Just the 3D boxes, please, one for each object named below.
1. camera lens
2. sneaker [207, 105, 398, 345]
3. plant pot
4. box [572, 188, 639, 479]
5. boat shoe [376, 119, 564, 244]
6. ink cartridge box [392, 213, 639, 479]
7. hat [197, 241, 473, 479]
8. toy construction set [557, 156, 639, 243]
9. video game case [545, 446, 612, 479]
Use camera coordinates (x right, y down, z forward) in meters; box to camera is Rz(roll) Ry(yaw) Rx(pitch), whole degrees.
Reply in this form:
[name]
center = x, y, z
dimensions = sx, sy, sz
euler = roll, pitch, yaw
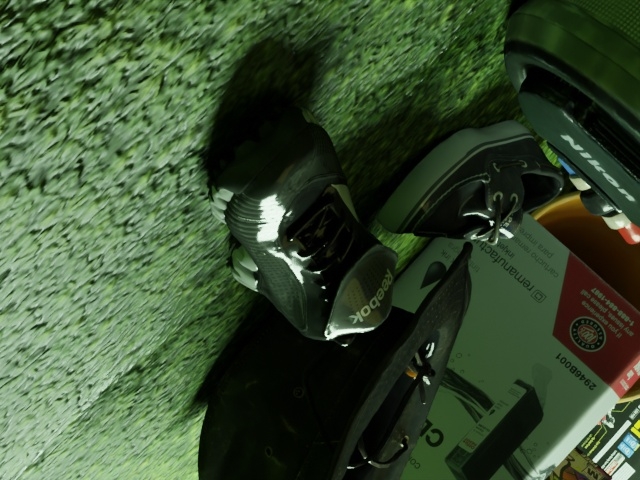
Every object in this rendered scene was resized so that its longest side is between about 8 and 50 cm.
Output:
[camera lens]
center = 0.274, -0.145, 1.235
dimensions = 0.274, 0.219, 0.219
euler = -46, 167, -4
[sneaker]
center = 0.000, 0.000, 1.048
dimensions = 0.078, 0.106, 0.234
euler = -45, 167, -12
[plant pot]
center = 0.246, 0.068, 1.871
dimensions = 0.205, 0.205, 0.188
euler = -43, -178, -17
[box]
center = 0.318, 0.112, 2.042
dimensions = 0.079, 0.257, 0.322
euler = -38, 163, -39
[boat shoe]
center = 0.120, -0.032, 1.395
dimensions = 0.080, 0.076, 0.228
euler = -53, 166, 23
[ink cartridge box]
center = 0.128, 0.119, 1.595
dimensions = 0.273, 0.197, 0.114
euler = -48, 165, 2
[hat]
center = -0.008, 0.130, 1.348
dimensions = 0.331, 0.134, 0.331
euler = 24, 90, -80
[toy construction set]
center = 0.398, -0.090, 1.671
dimensions = 0.237, 0.309, 0.257
euler = -46, 176, -26
[video game case]
center = 0.159, 0.201, 1.863
dimensions = 0.042, 0.232, 0.210
euler = -56, 164, 25
